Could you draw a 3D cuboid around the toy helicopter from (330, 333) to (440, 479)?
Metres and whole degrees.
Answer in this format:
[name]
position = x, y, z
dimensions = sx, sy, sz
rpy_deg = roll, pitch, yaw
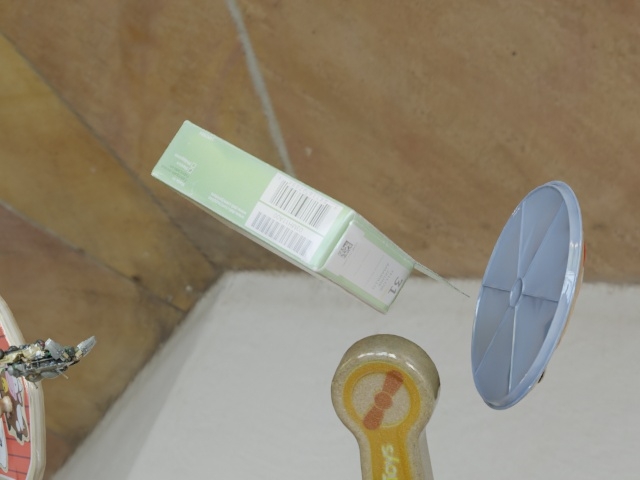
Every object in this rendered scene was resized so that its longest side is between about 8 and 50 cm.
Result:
[toy helicopter]
position = 0.053, 0.244, 0.860
dimensions = 0.234, 0.140, 0.355
rpy_deg = -3, 107, 19

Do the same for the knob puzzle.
[knob puzzle]
position = -0.274, 0.125, 0.891
dimensions = 0.213, 0.030, 0.213
rpy_deg = 26, 122, 52

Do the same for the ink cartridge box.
[ink cartridge box]
position = 0.000, 0.000, 0.833
dimensions = 0.171, 0.056, 0.235
rpy_deg = 29, 176, 32

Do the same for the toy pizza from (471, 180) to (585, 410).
[toy pizza]
position = 0.181, 0.048, 0.907
dimensions = 0.032, 0.201, 0.201
rpy_deg = 16, 140, -10

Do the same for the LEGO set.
[LEGO set]
position = -0.139, 0.061, 0.513
dimensions = 0.054, 0.083, 0.024
rpy_deg = -13, 87, 15
